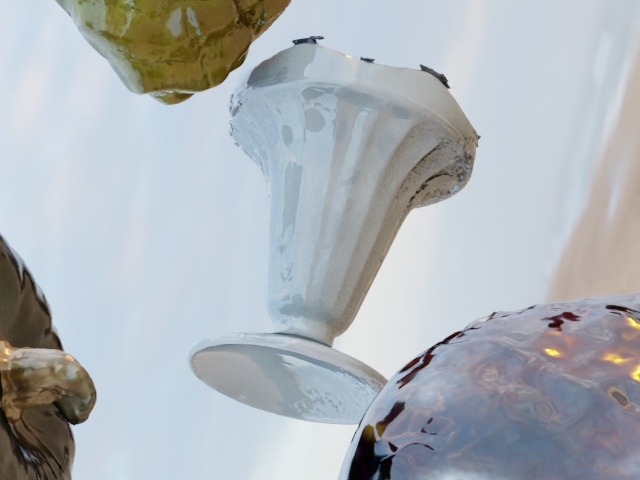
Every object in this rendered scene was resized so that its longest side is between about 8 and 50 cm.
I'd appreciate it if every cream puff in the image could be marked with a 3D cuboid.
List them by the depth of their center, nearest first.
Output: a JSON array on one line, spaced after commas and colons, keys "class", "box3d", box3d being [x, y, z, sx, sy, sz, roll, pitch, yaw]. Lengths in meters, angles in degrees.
[{"class": "cream puff", "box3d": [-0.082, -0.154, 1.020, 0.146, 0.116, 0.146, 52, -164, -21]}]

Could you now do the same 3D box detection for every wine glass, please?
[{"class": "wine glass", "box3d": [0.000, 0.000, 1.061, 0.165, 0.165, 0.196, 86, -162, -66]}]

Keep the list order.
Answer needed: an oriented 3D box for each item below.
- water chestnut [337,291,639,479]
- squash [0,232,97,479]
[{"class": "water chestnut", "box3d": [0.119, 0.157, 0.580, 0.289, 0.244, 0.289, -15, -90, -84]}, {"class": "squash", "box3d": [-0.190, 0.072, 0.736, 0.172, 0.218, 0.218, -38, -3, 8]}]
